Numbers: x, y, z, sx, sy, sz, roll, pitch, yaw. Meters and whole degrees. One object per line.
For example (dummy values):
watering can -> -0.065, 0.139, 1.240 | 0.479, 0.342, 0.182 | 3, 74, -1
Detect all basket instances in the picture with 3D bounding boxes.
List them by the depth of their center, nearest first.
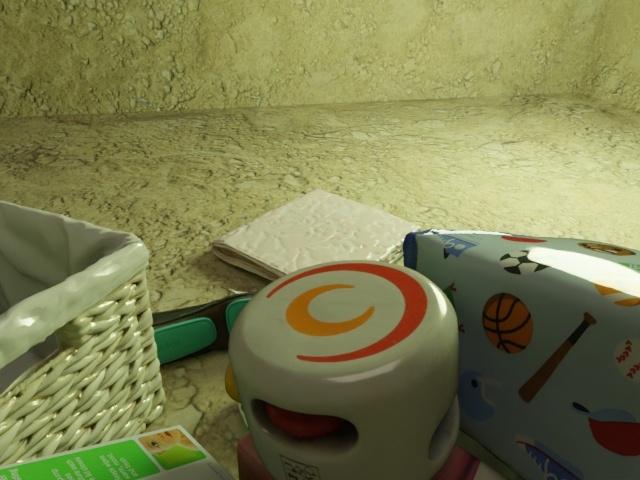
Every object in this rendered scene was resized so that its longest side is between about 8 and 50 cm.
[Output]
basket -> -0.399, 0.141, 0.507 | 0.331, 0.267, 0.328 | 14, 32, 20

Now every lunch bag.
lunch bag -> 0.320, 0.122, 0.506 | 0.385, 0.239, 0.327 | -2, 17, -33

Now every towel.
towel -> 0.000, 0.000, 0.990 | 0.316, 0.054, 0.331 | 23, 37, 32

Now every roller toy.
roller toy -> 0.022, 0.120, 0.422 | 0.209, 0.146, 0.191 | -16, 26, -13

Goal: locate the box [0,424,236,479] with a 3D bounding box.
box -> -0.144, 0.270, 0.328 | 0.261, 0.127, 0.231 | 20, 7, 42

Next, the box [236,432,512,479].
box -> 0.050, 0.256, 0.459 | 0.232, 0.127, 0.148 | 23, 35, 34

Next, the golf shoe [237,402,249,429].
golf shoe -> -0.010, 0.201, 0.624 | 0.198, 0.077, 0.094 | -10, 41, -6

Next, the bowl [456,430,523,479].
bowl -> 0.166, 0.245, 0.560 | 0.142, 0.053, 0.142 | 23, 36, 32

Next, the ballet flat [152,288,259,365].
ballet flat -> -0.152, 0.121, 0.734 | 0.280, 0.095, 0.096 | -6, 18, -12
